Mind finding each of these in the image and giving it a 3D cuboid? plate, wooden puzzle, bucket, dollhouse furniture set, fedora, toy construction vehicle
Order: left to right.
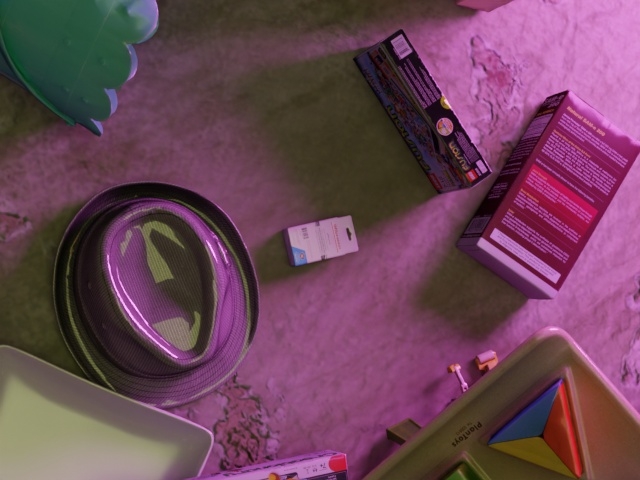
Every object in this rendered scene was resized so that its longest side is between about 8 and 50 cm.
[{"bbox_3d":[-0.300,0.295,1.471,0.278,0.045,0.277,24,81,-9],"label":"plate"},{"bbox_3d":[-0.262,-0.275,1.408,0.183,0.281,0.281,26,81,-10],"label":"bucket"},{"bbox_3d":[-0.182,0.062,1.481,0.244,0.124,0.275,-14,91,-15],"label":"fedora"},{"bbox_3d":[0.122,0.305,1.608,0.076,0.058,0.151,-23,113,-23],"label":"dollhouse furniture set"},{"bbox_3d":[0.210,0.194,1.630,0.086,0.035,0.098,-17,92,-16],"label":"toy construction vehicle"},{"bbox_3d":[0.256,0.323,1.451,0.322,0.080,0.348,-42,86,11],"label":"wooden puzzle"}]

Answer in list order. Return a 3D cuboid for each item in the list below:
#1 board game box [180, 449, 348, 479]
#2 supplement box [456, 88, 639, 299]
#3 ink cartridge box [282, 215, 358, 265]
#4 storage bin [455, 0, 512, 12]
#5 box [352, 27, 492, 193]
[{"bbox_3d":[-0.104,0.364,1.470,0.305,0.053,0.193,-8,91,-23],"label":"board game box"},{"bbox_3d":[0.294,-0.058,1.645,0.130,0.073,0.239,35,80,-12],"label":"supplement box"},{"bbox_3d":[0.000,0.000,1.584,0.083,0.028,0.048,-12,91,-15],"label":"ink cartridge box"},{"bbox_3d":[0.227,-0.434,1.547,0.123,0.262,0.260,10,85,-17],"label":"storage bin"},{"bbox_3d":[0.124,-0.155,1.582,0.036,0.114,0.207,-35,96,-14],"label":"box"}]
